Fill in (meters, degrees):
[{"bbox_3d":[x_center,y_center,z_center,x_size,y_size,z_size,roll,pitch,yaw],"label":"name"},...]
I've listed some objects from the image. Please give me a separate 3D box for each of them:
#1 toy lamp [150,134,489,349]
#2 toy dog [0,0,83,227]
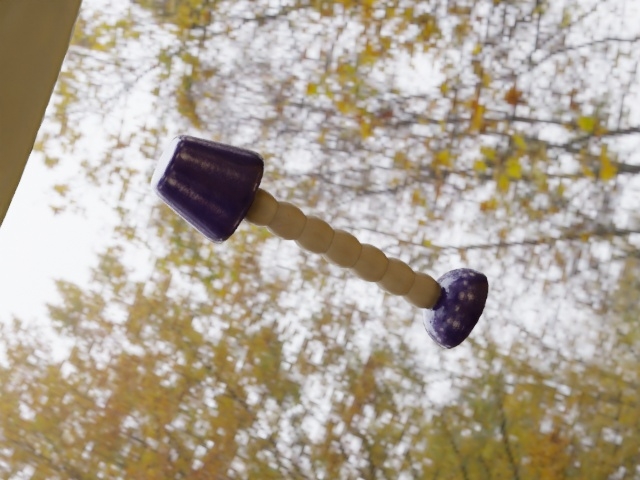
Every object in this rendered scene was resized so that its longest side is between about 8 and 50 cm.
[{"bbox_3d":[0.000,0.000,0.941,0.275,0.080,0.080,26,-100,-16],"label":"toy lamp"},{"bbox_3d":[-0.319,-0.046,0.329,0.284,0.408,0.395,-28,-44,-73],"label":"toy dog"}]
